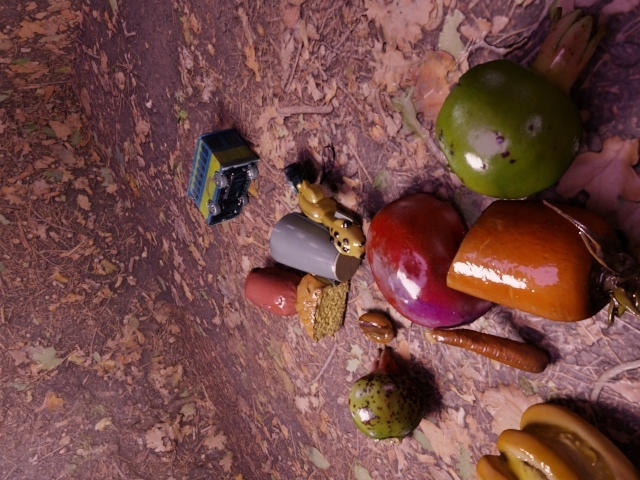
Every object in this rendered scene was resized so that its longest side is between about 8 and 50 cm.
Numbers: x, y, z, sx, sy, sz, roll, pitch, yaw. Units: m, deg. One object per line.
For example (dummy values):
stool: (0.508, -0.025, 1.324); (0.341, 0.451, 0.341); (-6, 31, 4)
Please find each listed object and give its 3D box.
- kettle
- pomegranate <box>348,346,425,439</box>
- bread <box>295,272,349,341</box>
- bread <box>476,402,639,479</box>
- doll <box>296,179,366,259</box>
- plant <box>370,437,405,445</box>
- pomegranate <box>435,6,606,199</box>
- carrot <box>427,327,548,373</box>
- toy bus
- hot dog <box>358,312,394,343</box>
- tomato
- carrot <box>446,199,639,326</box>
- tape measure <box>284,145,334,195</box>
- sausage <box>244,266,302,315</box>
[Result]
kettle: (0.000, 0.000, 1.368); (0.243, 0.160, 0.210); (20, 95, 38)
pomegranate: (0.179, 0.418, 1.317); (0.214, 0.214, 0.247); (129, 149, -51)
bread: (0.001, 0.187, 1.459); (0.139, 0.143, 0.228); (45, 137, 45)
bread: (0.452, 0.469, 0.896); (0.270, 0.211, 0.315); (-55, 31, 7)
doll: (0.025, -0.056, 1.244); (0.291, 0.086, 0.117); (48, 149, 37)
plant: (0.201, 0.554, 1.431); (0.117, 0.104, 0.121); (6, 89, 28)
pomegranate: (0.327, -0.210, 0.760); (0.236, 0.236, 0.302); (50, 114, 23)
carrot: (0.350, 0.222, 1.002); (0.248, 0.059, 0.059); (14, 124, 15)
toy bus: (-0.348, -0.216, 1.671); (0.190, 0.152, 0.312); (52, 141, 20)
hot dog: (0.161, 0.250, 1.340); (0.140, 0.060, 0.089); (16, 125, 44)
tomato: (0.210, 0.073, 1.083); (0.290, 0.176, 0.334); (-33, 83, 57)
carrot: (0.388, 0.029, 0.806); (0.331, 0.193, 0.214); (21, 120, 42)
tape measure: (-0.020, -0.203, 1.354); (0.180, 0.104, 0.107); (-36, 41, 19)
sausage: (-0.152, 0.170, 1.629); (0.280, 0.152, 0.152); (15, 120, 45)
